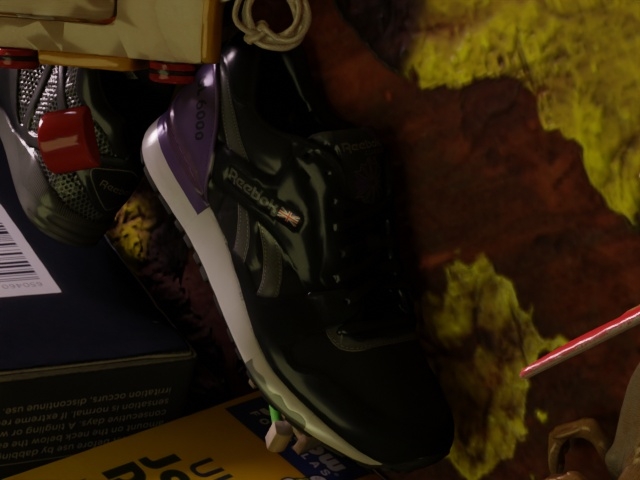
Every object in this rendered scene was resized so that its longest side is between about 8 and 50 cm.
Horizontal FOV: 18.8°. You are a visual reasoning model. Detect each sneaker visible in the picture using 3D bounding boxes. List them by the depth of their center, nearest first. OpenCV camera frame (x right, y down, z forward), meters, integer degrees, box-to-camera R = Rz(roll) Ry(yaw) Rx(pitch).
[{"bbox_3d":[0.000,0.000,1.130,0.283,0.107,0.124,55,129,20],"label":"sneaker"},{"bbox_3d":[-0.167,-0.116,1.291,0.130,0.087,0.227,-46,49,21],"label":"sneaker"}]

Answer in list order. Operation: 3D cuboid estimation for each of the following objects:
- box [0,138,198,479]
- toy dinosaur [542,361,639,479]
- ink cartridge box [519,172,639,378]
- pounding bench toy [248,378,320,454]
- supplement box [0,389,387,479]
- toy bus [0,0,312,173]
[{"bbox_3d":[-0.270,0.166,1.341,0.293,0.212,0.395,48,133,44],"label":"box"},{"bbox_3d":[0.170,0.119,1.026,0.112,0.064,0.211,1,112,28],"label":"toy dinosaur"},{"bbox_3d":[0.239,-0.055,0.736,0.296,0.261,0.066,-32,79,46],"label":"ink cartridge box"},{"bbox_3d":[-0.014,0.089,1.181,0.065,0.083,0.052,53,134,21],"label":"pounding bench toy"},{"bbox_3d":[-0.115,0.255,1.135,0.195,0.356,0.194,37,126,34],"label":"supplement box"},{"bbox_3d":[-0.116,-0.151,1.157,0.191,0.104,0.202,-40,86,18],"label":"toy bus"}]
